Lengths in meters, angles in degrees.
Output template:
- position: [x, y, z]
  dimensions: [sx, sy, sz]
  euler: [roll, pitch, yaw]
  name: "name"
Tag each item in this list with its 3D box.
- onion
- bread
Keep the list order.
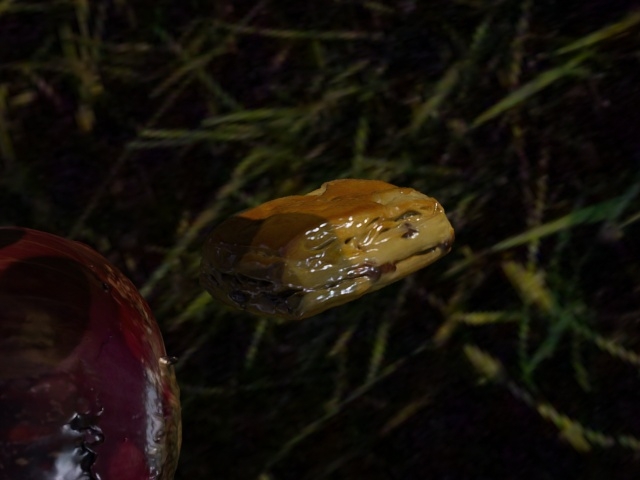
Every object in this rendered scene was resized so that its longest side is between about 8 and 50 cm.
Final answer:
- position: [-0.299, 0.161, 1.368]
  dimensions: [0.385, 0.348, 0.347]
  euler: [-2, 105, 3]
  name: "onion"
- position: [0.000, 0.000, 1.867]
  dimensions: [0.210, 0.235, 0.099]
  euler: [11, 120, 55]
  name: "bread"
